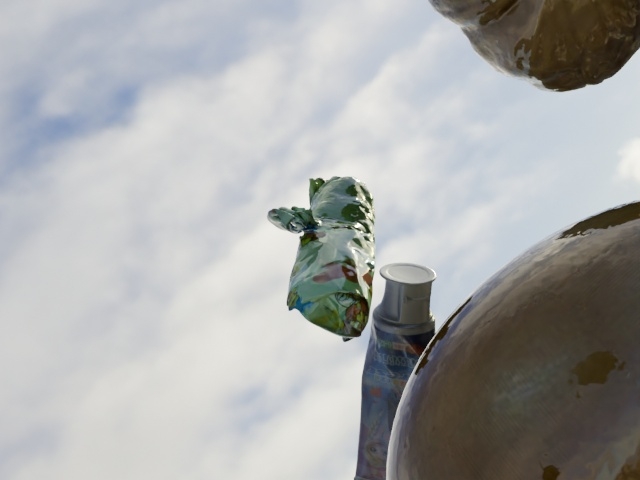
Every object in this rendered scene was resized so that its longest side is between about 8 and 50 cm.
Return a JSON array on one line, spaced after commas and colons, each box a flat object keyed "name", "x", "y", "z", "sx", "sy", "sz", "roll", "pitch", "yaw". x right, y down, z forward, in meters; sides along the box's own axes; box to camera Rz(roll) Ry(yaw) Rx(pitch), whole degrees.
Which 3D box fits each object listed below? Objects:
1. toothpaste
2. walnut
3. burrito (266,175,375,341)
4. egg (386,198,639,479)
[{"name": "toothpaste", "x": 0.082, "y": 0.154, "z": 1.219, "sx": 0.061, "sy": 0.096, "sz": 0.266, "roll": -36, "pitch": -47, "yaw": -56}, {"name": "walnut", "x": 0.234, "y": -0.306, "z": 1.187, "sx": 0.285, "sy": 0.285, "sz": 0.296, "roll": -42, "pitch": -62, "yaw": -44}, {"name": "burrito", "x": 0.000, "y": 0.000, "z": 1.063, "sx": 0.288, "sy": 0.104, "sz": 0.054, "roll": -80, "pitch": 14, "yaw": -65}, {"name": "egg", "x": 0.205, "y": 0.124, "z": 0.761, "sx": 0.351, "sy": 0.282, "sz": 0.282, "roll": -45, "pitch": -16, "yaw": -5}]
